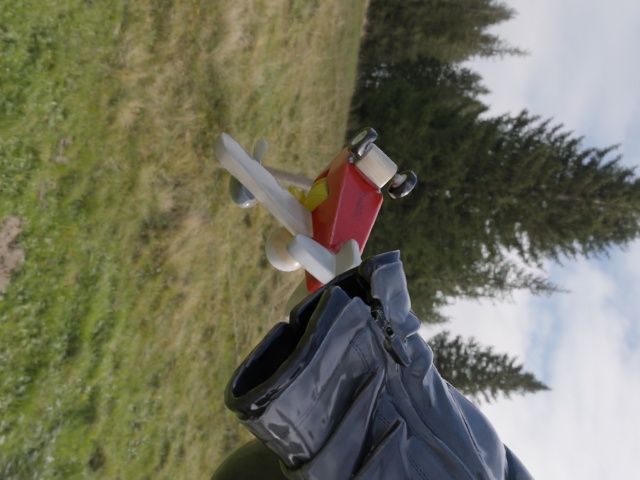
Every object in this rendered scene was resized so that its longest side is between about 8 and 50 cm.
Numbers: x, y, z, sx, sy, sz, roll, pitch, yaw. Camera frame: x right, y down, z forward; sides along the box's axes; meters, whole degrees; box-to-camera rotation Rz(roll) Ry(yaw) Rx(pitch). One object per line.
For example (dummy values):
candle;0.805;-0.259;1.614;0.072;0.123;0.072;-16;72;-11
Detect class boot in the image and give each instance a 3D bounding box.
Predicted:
boot;0.015;0.160;0.324;0.223;0.118;0.338;57;26;-13

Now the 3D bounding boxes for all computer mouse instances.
computer mouse;-0.073;0.210;0.490;0.060;0.184;0.262;57;-7;17

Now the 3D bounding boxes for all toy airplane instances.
toy airplane;0.000;0.000;1.100;0.384;0.272;0.386;-3;70;-49
